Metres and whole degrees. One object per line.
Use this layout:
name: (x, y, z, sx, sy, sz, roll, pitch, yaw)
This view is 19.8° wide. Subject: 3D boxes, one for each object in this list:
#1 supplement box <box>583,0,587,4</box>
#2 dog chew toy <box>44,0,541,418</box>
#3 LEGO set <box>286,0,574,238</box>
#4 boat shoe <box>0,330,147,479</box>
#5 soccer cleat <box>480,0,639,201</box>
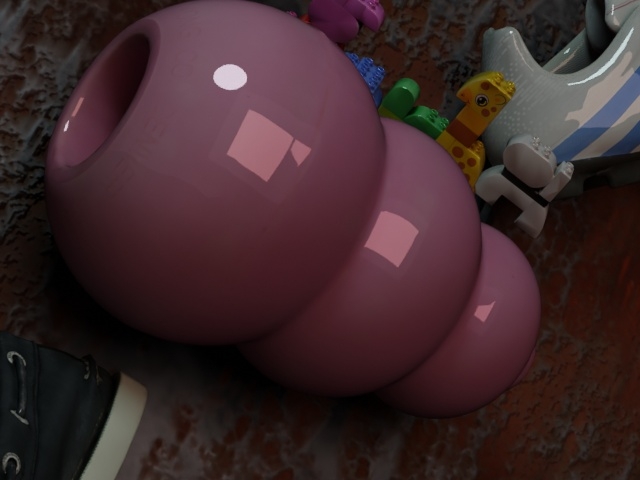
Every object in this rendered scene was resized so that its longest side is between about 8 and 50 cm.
supplement box: (0.329, -0.198, 1.426, 0.239, 0.073, 0.130, 25, 66, -21)
dog chew toy: (0.000, 0.000, 1.109, 0.332, 0.206, 0.206, 33, 61, -27)
LEGO set: (0.077, -0.092, 1.194, 0.227, 0.093, 0.087, 38, 28, -4)
boat shoe: (-0.193, 0.160, 0.941, 0.113, 0.127, 0.340, 36, 40, -10)
soccer cleat: (0.266, -0.124, 1.305, 0.331, 0.116, 0.143, -13, 94, -18)
